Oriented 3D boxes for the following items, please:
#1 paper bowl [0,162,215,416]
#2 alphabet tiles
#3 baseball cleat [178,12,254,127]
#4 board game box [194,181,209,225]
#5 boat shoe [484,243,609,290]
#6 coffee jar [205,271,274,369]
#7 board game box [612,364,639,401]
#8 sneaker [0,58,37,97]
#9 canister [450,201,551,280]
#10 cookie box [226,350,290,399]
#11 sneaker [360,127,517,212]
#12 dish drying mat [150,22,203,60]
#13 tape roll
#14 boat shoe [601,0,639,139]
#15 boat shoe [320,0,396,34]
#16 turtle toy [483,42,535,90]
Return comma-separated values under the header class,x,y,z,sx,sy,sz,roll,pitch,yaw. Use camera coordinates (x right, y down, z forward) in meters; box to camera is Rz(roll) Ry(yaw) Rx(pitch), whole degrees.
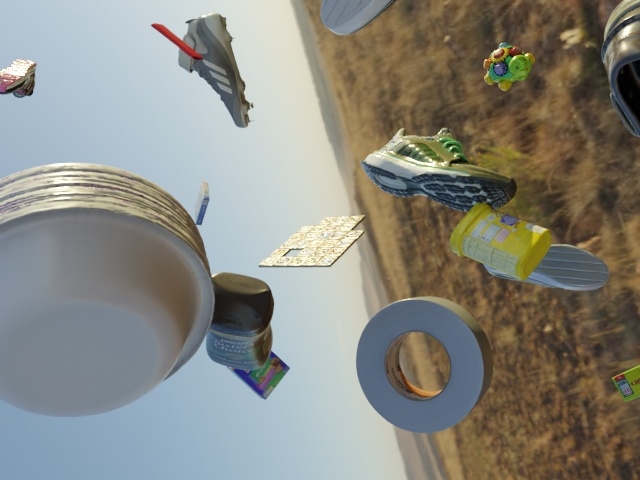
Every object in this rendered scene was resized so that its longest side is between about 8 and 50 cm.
class,x,y,z,sx,sy,sz,roll,pitch,yaw
paper bowl,-0.254,0.073,0.714,0.148,0.284,0.284,-114,4,-48
alphabet tiles,0.000,0.000,1.548,0.237,0.198,0.009,-44,-58,-46
baseball cleat,-0.189,-0.293,1.203,0.072,0.110,0.205,-70,-33,-85
board game box,-0.332,-0.104,1.892,0.090,0.020,0.090,-108,35,-51
boat shoe,0.567,0.064,1.716,0.094,0.302,0.109,50,-127,-67
coffee jar,-0.112,0.112,0.915,0.184,0.096,0.079,98,-176,-62
board game box,0.571,0.207,1.102,0.092,0.181,0.043,-48,58,48
sneaker,-0.684,-0.351,1.528,0.170,0.063,0.074,-94,11,-59
canister,0.376,0.002,1.414,0.170,0.126,0.073,27,156,39
cookie box,-0.136,0.279,1.485,0.107,0.092,0.040,44,158,-11
sneaker,0.284,-0.193,1.589,0.410,0.182,0.158,19,163,42
dish drying mat,-0.209,-0.290,0.989,0.083,0.008,0.032,40,-161,9
tape roll,0.172,0.204,1.131,0.072,0.219,0.219,0,-106,-63
boat shoe,0.378,-0.068,0.622,0.355,0.130,0.132,42,147,-6
boat shoe,0.143,-0.450,1.069,0.119,0.335,0.121,20,-149,-51
turtle toy,0.393,-0.366,1.407,0.066,0.095,0.130,40,-176,-37
